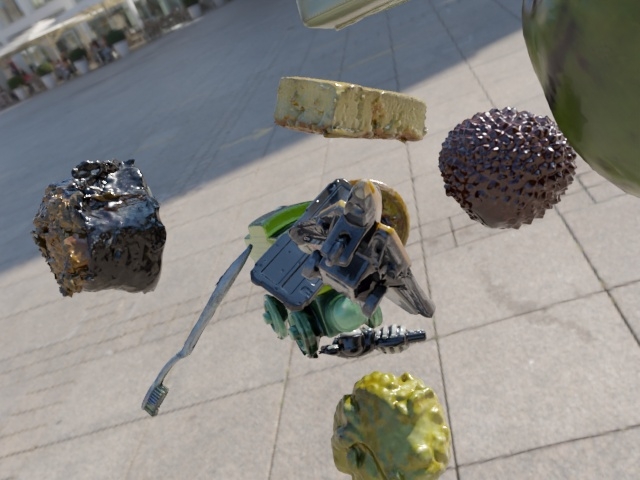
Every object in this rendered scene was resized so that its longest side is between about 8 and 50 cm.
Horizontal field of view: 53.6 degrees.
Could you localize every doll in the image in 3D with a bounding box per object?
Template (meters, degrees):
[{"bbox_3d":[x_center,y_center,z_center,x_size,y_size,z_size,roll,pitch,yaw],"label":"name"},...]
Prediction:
[{"bbox_3d":[0.102,0.201,1.271,0.219,0.067,0.091,-8,-3,-6],"label":"doll"}]

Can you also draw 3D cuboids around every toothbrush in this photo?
[{"bbox_3d":[-0.243,0.177,1.244,0.414,0.042,0.035,-58,-11,11],"label":"toothbrush"}]

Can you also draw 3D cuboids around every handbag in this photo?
[{"bbox_3d":[0.099,-0.414,1.028,0.256,0.079,0.219,-13,5,30],"label":"handbag"}]

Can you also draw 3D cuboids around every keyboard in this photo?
[{"bbox_3d":[0.000,0.000,1.007,0.262,0.106,0.016,-49,-11,-33],"label":"keyboard"}]

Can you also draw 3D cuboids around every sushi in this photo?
[{"bbox_3d":[-0.431,-0.038,1.208,0.207,0.235,0.348,-5,21,-35],"label":"sushi"}]

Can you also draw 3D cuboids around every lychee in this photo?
[{"bbox_3d":[0.183,-0.070,0.622,0.128,0.124,0.123,-7,27,18],"label":"lychee"}]

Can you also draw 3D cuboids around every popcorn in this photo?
[{"bbox_3d":[0.135,0.358,1.124,0.233,0.266,0.192,1,11,44],"label":"popcorn"}]

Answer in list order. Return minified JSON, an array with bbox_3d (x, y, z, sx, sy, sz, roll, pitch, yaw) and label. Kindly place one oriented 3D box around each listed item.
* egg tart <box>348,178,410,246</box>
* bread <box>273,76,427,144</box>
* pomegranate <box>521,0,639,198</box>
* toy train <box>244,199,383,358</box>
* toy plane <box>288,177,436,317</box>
[{"bbox_3d":[0.097,-0.036,1.489,0.215,0.215,0.171,-26,3,-3],"label":"egg tart"},{"bbox_3d":[0.065,-0.258,1.282,0.274,0.114,0.184,-5,18,-42],"label":"bread"},{"bbox_3d":[0.277,-0.128,0.376,0.260,0.340,0.261,-157,90,-81],"label":"pomegranate"},{"bbox_3d":[-0.033,0.061,1.247,0.179,0.273,0.442,-21,6,-15],"label":"toy train"},{"bbox_3d":[0.036,0.011,0.642,0.103,0.204,0.316,-59,-11,-4],"label":"toy plane"}]
